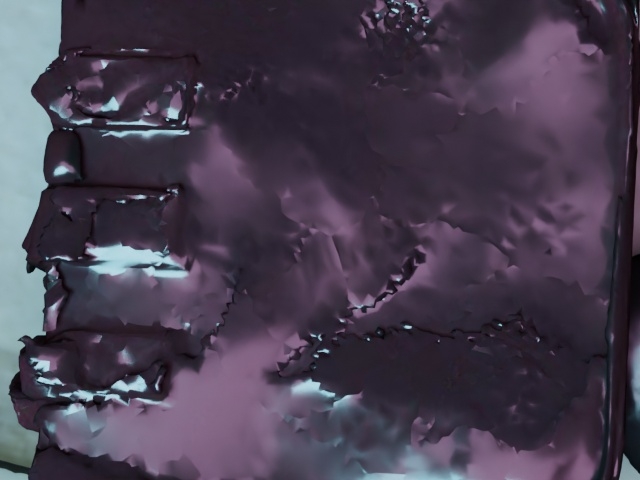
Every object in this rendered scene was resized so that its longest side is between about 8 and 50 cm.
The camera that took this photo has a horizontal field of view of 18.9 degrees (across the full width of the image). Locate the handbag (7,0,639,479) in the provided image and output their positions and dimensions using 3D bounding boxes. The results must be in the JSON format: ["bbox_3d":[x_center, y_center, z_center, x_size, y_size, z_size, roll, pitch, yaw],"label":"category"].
[{"bbox_3d":[0.001,0.001,0.672,0.216,0.074,0.203,1,80,3],"label":"handbag"}]

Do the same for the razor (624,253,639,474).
[{"bbox_3d":[0.171,0.033,0.710,0.148,0.054,0.090,-15,92,0],"label":"razor"}]
